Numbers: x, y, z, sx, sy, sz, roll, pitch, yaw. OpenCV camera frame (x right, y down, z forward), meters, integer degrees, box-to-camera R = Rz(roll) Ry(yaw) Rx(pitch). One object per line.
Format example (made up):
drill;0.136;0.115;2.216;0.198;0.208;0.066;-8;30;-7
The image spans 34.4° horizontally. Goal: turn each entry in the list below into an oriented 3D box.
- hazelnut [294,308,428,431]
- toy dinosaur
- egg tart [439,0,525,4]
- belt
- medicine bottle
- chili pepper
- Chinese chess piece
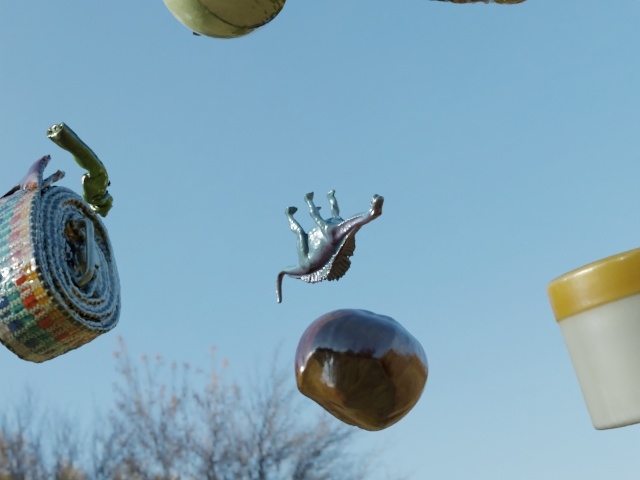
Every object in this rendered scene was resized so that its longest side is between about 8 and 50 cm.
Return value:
hazelnut;0.077;0.214;1.814;0.234;0.218;0.218;33;-40;-2
toy dinosaur;0.000;0.000;1.004;0.045;0.080;0.197;-6;-26;-39
egg tart;0.151;-0.425;1.371;0.352;0.150;0.352;13;-8;2
belt;-0.406;0.035;1.594;0.160;0.295;0.207;-27;-44;18
medicine bottle;0.474;0.135;1.497;0.237;0.232;0.238;-16;-10;-3
chili pepper;-0.171;-0.051;0.758;0.027;0.022;0.083;-26;-60;-3
Chinese chess piece;-0.122;-0.348;1.301;0.188;0.188;0.083;9;-4;-41
